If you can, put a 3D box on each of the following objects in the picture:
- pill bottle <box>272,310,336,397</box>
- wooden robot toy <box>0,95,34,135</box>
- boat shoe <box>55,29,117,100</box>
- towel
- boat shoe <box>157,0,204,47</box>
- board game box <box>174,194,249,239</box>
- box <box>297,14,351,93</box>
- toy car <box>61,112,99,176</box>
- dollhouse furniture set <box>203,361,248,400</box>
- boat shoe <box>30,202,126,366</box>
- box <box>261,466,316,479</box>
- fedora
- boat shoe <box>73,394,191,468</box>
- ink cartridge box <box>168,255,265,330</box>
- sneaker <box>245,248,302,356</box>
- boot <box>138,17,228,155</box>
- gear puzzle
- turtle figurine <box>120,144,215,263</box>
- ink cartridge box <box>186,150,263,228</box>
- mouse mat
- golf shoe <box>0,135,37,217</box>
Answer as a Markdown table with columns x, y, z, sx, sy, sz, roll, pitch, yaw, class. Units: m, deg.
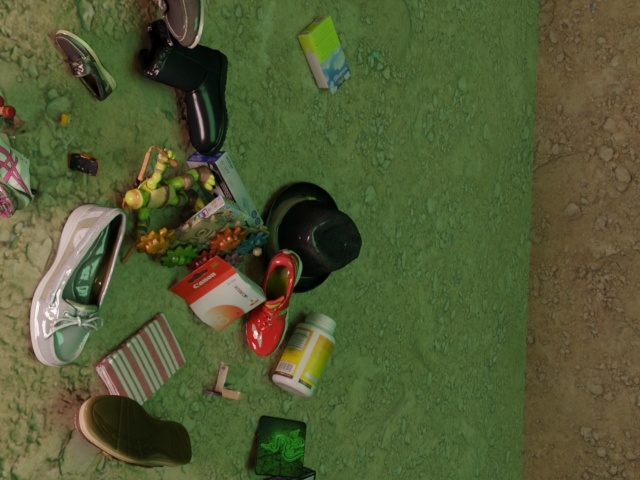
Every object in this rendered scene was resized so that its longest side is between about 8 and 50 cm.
| x | y | z | sx | sy | sz | roll | pitch | yaw | class |
| --- | --- | --- | --- | --- | --- | --- | --- | --- | --- |
| -0.036 | 0.303 | 1.889 | 0.117 | 0.117 | 0.214 | 48 | 60 | -45 | pill bottle |
| -0.566 | -0.213 | 1.167 | 0.079 | 0.076 | 0.173 | -56 | 136 | -14 | wooden robot toy |
| -0.440 | -0.324 | 1.313 | 0.152 | 0.056 | 0.049 | 51 | 52 | -43 | boat shoe |
| -0.383 | 0.264 | 1.518 | 0.197 | 0.029 | 0.144 | -44 | 128 | -41 | towel |
| -0.301 | -0.534 | 1.375 | 0.096 | 0.112 | 0.335 | 0 | 75 | -35 | boat shoe |
| -0.244 | -0.031 | 1.545 | 0.154 | 0.026 | 0.103 | -36 | 153 | 14 | board game box |
| 0.014 | -0.492 | 1.870 | 0.109 | 0.042 | 0.178 | -51 | 133 | -32 | box |
| -0.448 | -0.184 | 1.332 | 0.040 | 0.060 | 0.121 | -74 | 164 | -67 | toy car |
| -0.204 | 0.339 | 1.689 | 0.091 | 0.114 | 0.081 | 27 | 70 | -48 | dollhouse furniture set |
| -0.452 | 0.085 | 1.333 | 0.118 | 0.103 | 0.320 | 30 | 73 | -50 | boat shoe |
| -0.105 | 0.734 | 1.933 | 0.220 | 0.051 | 0.175 | 4 | 93 | -52 | box |
| 0.000 | 0.000 | 1.853 | 0.334 | 0.153 | 0.333 | -13 | 107 | -50 | fedora |
| -0.400 | 0.407 | 1.438 | 0.342 | 0.123 | 0.123 | 46 | 29 | -57 | boat shoe |
| -0.231 | 0.124 | 1.600 | 0.145 | 0.045 | 0.179 | -34 | 141 | 12 | ink cartridge box |
| -0.124 | 0.155 | 1.713 | 0.118 | 0.107 | 0.278 | -53 | 158 | -82 | sneaker |
| -0.290 | -0.315 | 1.471 | 0.207 | 0.094 | 0.246 | 11 | 81 | -56 | boot |
| -0.252 | 0.016 | 1.520 | 0.339 | 0.175 | 0.044 | 12 | 45 | -56 | gear puzzle |
| -0.334 | -0.087 | 1.469 | 0.217 | 0.087 | 0.269 | -16 | 131 | -53 | turtle figurine |
| -0.216 | -0.109 | 1.603 | 0.046 | 0.097 | 0.207 | -52 | 133 | -33 | ink cartridge box |
| -0.105 | 0.559 | 1.899 | 0.190 | 0.007 | 0.152 | 25 | 63 | -46 | mouse mat |
| -0.543 | -0.134 | 1.201 | 0.086 | 0.068 | 0.186 | -51 | 150 | -43 | golf shoe |
